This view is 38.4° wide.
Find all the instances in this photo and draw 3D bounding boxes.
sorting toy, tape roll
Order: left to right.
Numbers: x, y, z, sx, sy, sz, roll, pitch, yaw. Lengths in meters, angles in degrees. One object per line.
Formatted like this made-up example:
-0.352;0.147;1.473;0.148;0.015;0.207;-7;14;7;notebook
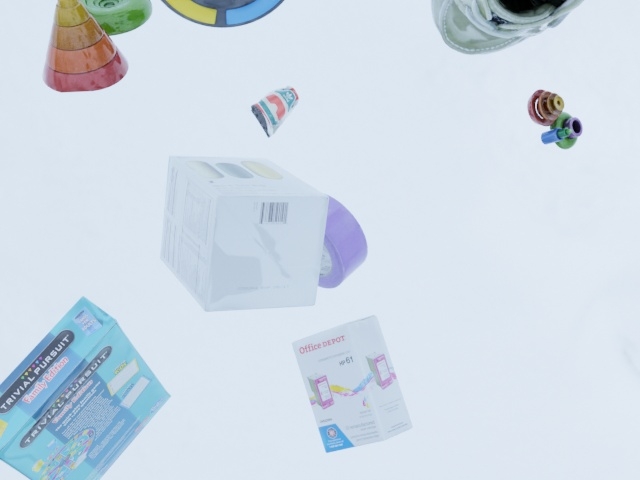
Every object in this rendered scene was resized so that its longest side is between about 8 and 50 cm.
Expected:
-0.323;-0.368;1.341;0.127;0.366;0.126;2;135;5;sorting toy
0.000;0.000;1.870;0.080;0.189;0.189;-41;129;-31;tape roll
0.309;-0.154;1.179;0.102;0.061;0.042;31;156;-30;sorting toy

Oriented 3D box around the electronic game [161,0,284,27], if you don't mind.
-0.139;-0.408;1.321;0.229;0.048;0.229;-6;135;-6;electronic game

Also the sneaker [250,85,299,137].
-0.067;-0.209;1.469;0.075;0.161;0.057;-32;93;-1;sneaker

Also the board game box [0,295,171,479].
-0.389;0.270;1.472;0.254;0.079;0.336;-50;157;-20;board game box

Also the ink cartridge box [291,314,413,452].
0.031;0.147;0.944;0.052;0.123;0.088;-9;169;-47;ink cartridge box

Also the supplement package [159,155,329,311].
-0.140;-0.020;1.583;0.199;0.262;0.198;-1;109;-27;supplement package

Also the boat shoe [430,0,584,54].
0.143;-0.198;0.665;0.109;0.302;0.094;29;74;-5;boat shoe
